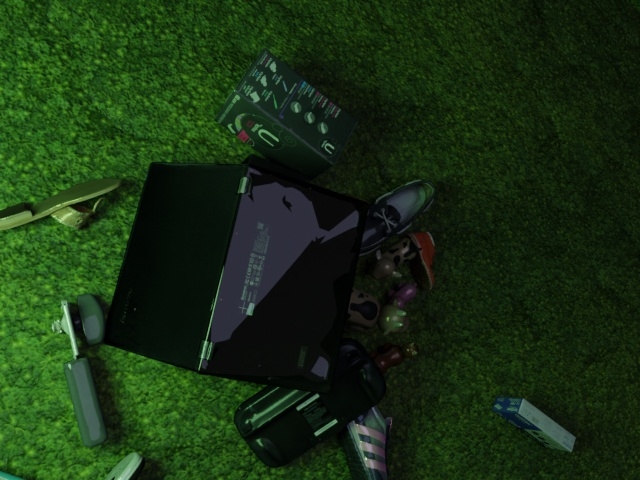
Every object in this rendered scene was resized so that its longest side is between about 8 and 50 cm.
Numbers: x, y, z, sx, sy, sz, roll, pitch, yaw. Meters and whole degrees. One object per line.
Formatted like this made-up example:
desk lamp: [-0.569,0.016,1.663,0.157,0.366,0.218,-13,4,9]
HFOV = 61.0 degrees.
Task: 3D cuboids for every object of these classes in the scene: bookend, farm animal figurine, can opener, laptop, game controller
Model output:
bookend: [-0.120,-0.093,1.247,0.157,0.072,0.156,20,72,-22]
farm animal figurine: [0.118,0.143,1.253,0.327,0.172,0.330,7,76,-24]
can opener: [-0.437,0.239,1.017,0.093,0.074,0.280,-9,84,-26]
laptop: [-0.166,0.063,1.071,0.408,0.236,0.381,16,81,-22]
game controller: [-0.020,0.345,1.145,0.319,0.067,0.166,-33,106,1]

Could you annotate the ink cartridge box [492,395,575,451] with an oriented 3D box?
ink cartridge box: [0.567,0.488,1.445,0.207,0.097,0.046,37,65,-14]

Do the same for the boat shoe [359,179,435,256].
boat shoe: [0.172,-0.066,1.373,0.302,0.091,0.114,-42,99,-27]

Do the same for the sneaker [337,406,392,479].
sneaker: [0.123,0.463,1.224,0.131,0.112,0.319,-17,88,-25]

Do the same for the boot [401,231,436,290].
boot: [0.277,0.051,1.421,0.085,0.059,0.157,-12,83,-33]

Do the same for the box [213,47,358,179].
box: [-0.080,-0.276,1.253,0.270,0.165,0.143,34,66,-15]

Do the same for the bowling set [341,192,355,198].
bowling set: [0.000,0.000,1.167,0.287,0.200,0.154,-22,91,-55]

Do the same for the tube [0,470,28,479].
tube: [-0.496,0.449,0.928,0.207,0.052,0.080,26,78,-4]

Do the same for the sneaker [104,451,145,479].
sneaker: [-0.368,0.510,0.998,0.121,0.079,0.217,41,73,-16]

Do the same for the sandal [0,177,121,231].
sandal: [-0.500,-0.051,1.064,0.240,0.088,0.079,-22,120,-21]
